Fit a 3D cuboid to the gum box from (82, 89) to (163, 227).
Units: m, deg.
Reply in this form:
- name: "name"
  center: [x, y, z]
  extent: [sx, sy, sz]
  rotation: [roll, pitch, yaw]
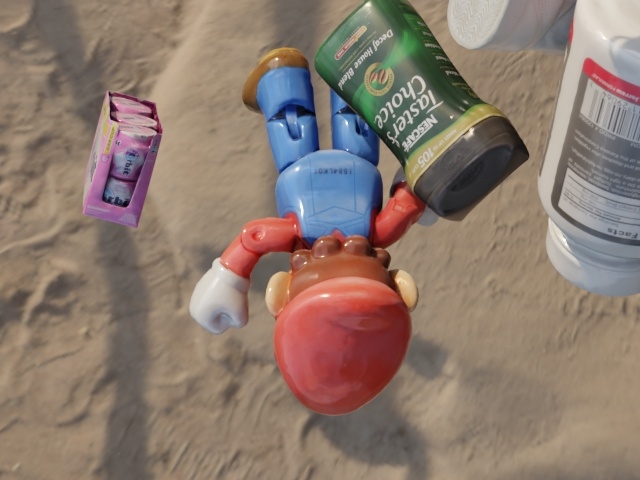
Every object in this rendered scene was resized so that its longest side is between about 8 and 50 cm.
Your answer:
- name: "gum box"
  center: [-0.221, -0.093, 1.411]
  extent: [0.062, 0.188, 0.107]
  rotation: [14, 104, -14]

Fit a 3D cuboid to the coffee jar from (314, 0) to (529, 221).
- name: "coffee jar"
  center: [0.082, -0.107, 1.027]
  extent: [0.096, 0.079, 0.184]
  rotation: [-44, 67, 18]

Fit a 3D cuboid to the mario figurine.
- name: "mario figurine"
  center: [0.000, 0.000, 1.112]
  extent: [0.198, 0.170, 0.321]
  rotation: [-16, 63, 27]

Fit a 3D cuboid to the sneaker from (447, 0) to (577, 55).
- name: "sneaker"
  center: [0.249, -0.308, 1.203]
  extent: [0.108, 0.169, 0.292]
  rotation: [53, 128, 38]

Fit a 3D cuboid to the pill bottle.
- name: "pill bottle"
  center: [0.306, -0.095, 1.221]
  extent: [0.176, 0.176, 0.318]
  rotation: [14, 138, 10]
